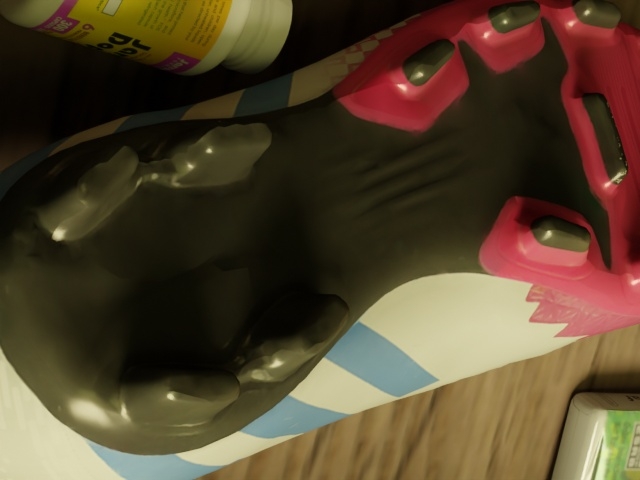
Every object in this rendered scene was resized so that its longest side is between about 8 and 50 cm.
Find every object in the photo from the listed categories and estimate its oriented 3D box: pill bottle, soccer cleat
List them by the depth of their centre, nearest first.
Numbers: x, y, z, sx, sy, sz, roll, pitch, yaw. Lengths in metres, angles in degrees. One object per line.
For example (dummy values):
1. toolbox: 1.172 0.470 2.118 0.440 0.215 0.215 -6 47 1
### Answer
1. pill bottle: -0.050 -0.073 0.553 0.083 0.043 0.043 15 107 -36
2. soccer cleat: 0.000 0.000 0.598 0.331 0.143 0.116 -14 81 -45

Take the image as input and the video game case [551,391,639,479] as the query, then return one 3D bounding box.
1. video game case: 0.167 0.166 0.807 0.193 0.023 0.212 4 107 -26
